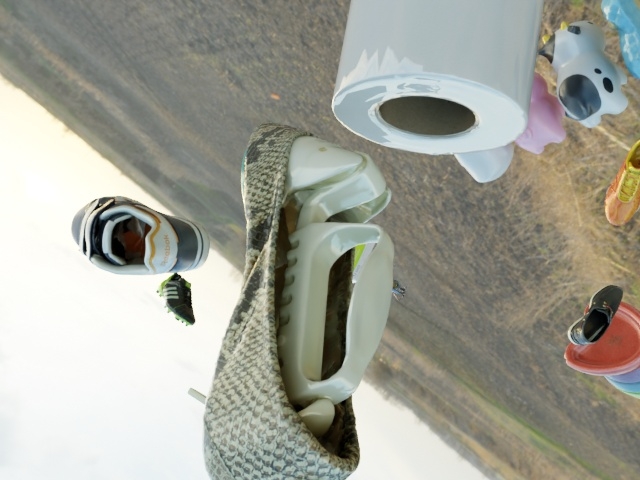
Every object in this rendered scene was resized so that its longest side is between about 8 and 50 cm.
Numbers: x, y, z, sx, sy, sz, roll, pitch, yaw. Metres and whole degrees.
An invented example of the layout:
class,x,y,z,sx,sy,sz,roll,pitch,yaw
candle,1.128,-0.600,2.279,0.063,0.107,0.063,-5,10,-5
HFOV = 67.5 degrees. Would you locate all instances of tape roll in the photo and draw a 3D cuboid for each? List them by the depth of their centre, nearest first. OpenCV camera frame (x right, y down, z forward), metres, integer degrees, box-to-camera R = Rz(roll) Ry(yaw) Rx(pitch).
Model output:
class,x,y,z,sx,sy,sz,roll,pitch,yaw
tape roll,0.148,-0.232,0.619,0.246,0.169,0.246,10,173,1

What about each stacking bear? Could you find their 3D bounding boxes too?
class,x,y,z,sx,sy,sz,roll,pitch,yaw
stacking bear,0.710,0.278,1.050,0.289,0.175,0.164,35,169,-22

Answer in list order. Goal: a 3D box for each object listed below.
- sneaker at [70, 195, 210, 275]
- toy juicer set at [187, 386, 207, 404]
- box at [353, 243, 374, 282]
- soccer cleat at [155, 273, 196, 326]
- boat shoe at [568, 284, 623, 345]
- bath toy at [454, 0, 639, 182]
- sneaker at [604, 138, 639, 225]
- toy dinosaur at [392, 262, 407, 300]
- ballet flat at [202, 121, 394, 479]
class,x,y,z,sx,sy,sz,roll,pitch,yaw
sneaker,-0.352,-0.014,0.826,0.321,0.126,0.127,7,-176,29
toy juicer set,-0.090,0.391,0.816,0.209,0.089,0.329,2,137,48
box,0.000,0.000,1.031,0.203,0.114,0.103,29,165,-8
soccer cleat,-0.314,0.127,1.072,0.179,0.072,0.060,35,171,48
boat shoe,0.484,0.128,0.825,0.049,0.133,0.042,46,166,2
bath toy,0.330,-0.221,0.745,0.129,0.152,0.348,22,149,-21
sneaker,0.585,-0.114,0.910,0.064,0.175,0.067,22,-164,35
toy dinosaur,0.133,0.089,0.967,0.082,0.047,0.090,23,132,7
ballet flat,-0.002,0.014,0.508,0.182,0.483,0.164,-29,131,33
